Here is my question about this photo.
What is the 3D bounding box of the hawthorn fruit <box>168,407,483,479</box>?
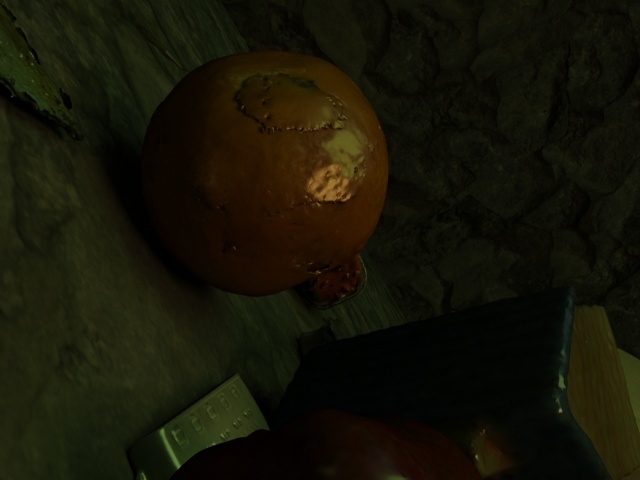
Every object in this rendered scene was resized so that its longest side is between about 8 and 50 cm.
[{"bbox_3d":[0.005,0.215,0.367,0.208,0.208,0.248,52,27,-55],"label":"hawthorn fruit"}]

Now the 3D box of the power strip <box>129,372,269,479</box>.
[{"bbox_3d":[-0.082,0.152,0.574,0.060,0.027,0.253,60,7,4],"label":"power strip"}]

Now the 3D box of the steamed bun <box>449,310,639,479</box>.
[{"bbox_3d":[0.299,0.295,1.011,0.456,0.289,0.371,30,20,31],"label":"steamed bun"}]

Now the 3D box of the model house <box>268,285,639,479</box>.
[{"bbox_3d":[0.130,0.266,0.691,0.343,0.335,0.381,10,66,-58],"label":"model house"}]

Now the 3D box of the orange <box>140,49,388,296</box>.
[{"bbox_3d":[-0.054,-0.067,0.714,0.246,0.246,0.246,61,8,-14],"label":"orange"}]

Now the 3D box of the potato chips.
[{"bbox_3d":[-0.251,-0.143,0.515,0.202,0.029,0.220,59,5,-17],"label":"potato chips"}]

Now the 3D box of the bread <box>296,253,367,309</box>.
[{"bbox_3d":[0.000,0.000,1.235,0.212,0.143,0.224,94,-27,-70],"label":"bread"}]

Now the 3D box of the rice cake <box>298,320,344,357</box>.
[{"bbox_3d":[0.076,0.265,1.117,0.399,0.064,0.070,58,-1,-31],"label":"rice cake"}]
